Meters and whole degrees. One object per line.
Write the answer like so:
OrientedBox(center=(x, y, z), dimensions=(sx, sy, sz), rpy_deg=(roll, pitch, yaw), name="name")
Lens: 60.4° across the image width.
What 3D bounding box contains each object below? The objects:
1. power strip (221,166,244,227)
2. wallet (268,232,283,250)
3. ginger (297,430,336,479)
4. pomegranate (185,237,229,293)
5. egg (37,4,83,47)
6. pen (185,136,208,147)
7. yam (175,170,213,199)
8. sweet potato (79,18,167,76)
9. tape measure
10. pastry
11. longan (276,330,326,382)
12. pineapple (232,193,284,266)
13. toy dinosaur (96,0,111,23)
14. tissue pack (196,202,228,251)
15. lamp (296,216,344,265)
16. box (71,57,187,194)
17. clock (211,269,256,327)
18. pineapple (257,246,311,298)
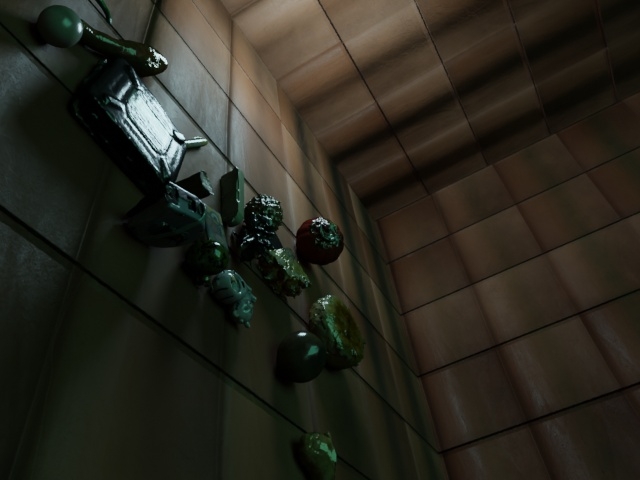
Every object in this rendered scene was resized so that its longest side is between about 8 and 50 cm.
OrientedBox(center=(-0.313, -0.153, 1.971), dimensions=(0.048, 0.080, 0.285), rpy_deg=(52, 20, -42), name="power strip")
OrientedBox(center=(-0.164, 0.057, 2.211), dimensions=(0.244, 0.025, 0.124), rpy_deg=(63, 16, -5), name="wallet")
OrientedBox(center=(-0.015, 0.664, 1.631), dimensions=(0.123, 0.115, 0.193), rpy_deg=(21, 48, -36), name="ginger")
OrientedBox(center=(-0.322, 0.070, 1.556), dimensions=(0.122, 0.122, 0.161), rpy_deg=(10, 83, -71), name="pomegranate")
OrientedBox(center=(-0.671, -0.552, 1.420), dimensions=(0.103, 0.103, 0.135), rpy_deg=(56, 15, -27), name="egg")
OrientedBox(center=(-0.451, -0.343, 1.924), dimensions=(0.040, 0.032, 0.233), rpy_deg=(40, 17, 2), name="pen")
OrientedBox(center=(-0.390, -0.150, 1.641), dimensions=(0.084, 0.127, 0.084), rpy_deg=(-23, 90, -77), name="yam")
OrientedBox(center=(-0.602, -0.576, 1.697), dimensions=(0.109, 0.109, 0.385), rpy_deg=(66, 22, 7), name="sweet potato")
OrientedBox(center=(-0.384, -0.053, 1.404), dimensions=(0.181, 0.182, 0.107), rpy_deg=(25, 43, -49), name="tape measure")
OrientedBox(center=(0.057, 0.369, 2.216), dimensions=(0.329, 0.136, 0.329), rpy_deg=(53, 20, -29), name="pastry")
OrientedBox(center=(-0.063, 0.380, 1.796), dimensions=(0.187, 0.167, 0.167), rpy_deg=(-33, 97, -53), name="longan")
OrientedBox(center=(-0.224, -0.035, 1.930), dimensions=(0.165, 0.166, 0.364), rpy_deg=(57, 19, -23), name="pineapple")
OrientedBox(center=(-0.774, -0.801, 1.434), dimensions=(0.499, 0.144, 0.374), rpy_deg=(55, 22, -12), name="toy dinosaur")
OrientedBox(center=(-0.346, -0.033, 1.712), dimensions=(0.109, 0.060, 0.148), rpy_deg=(37, 30, -55), name="tissue pack")
OrientedBox(center=(0.000, 0.000, 2.478), dimensions=(0.226, 0.227, 0.226), rpy_deg=(55, 18, -27), name="lamp")
OrientedBox(center=(-0.522, -0.331, 1.570), dimensions=(0.359, 0.091, 0.350), rpy_deg=(56, 18, -33), name="box")
OrientedBox(center=(-0.257, 0.174, 1.632), dimensions=(0.176, 0.080, 0.117), rpy_deg=(54, 19, -36), name="clock")
OrientedBox(center=(-0.140, 0.106, 2.059), dimensions=(0.236, 0.115, 0.186), rpy_deg=(52, 19, -26), name="pineapple")
